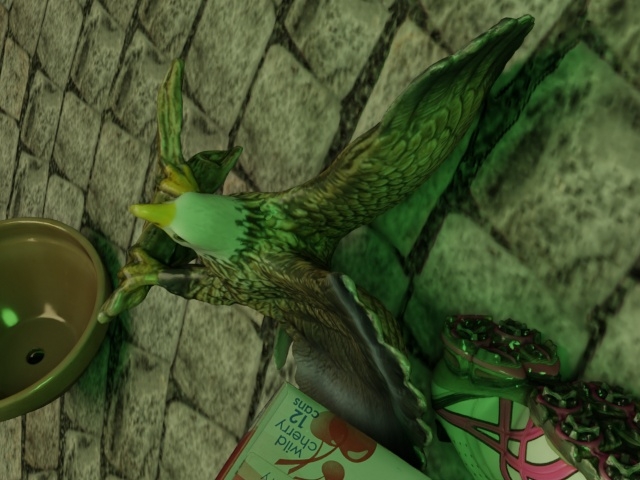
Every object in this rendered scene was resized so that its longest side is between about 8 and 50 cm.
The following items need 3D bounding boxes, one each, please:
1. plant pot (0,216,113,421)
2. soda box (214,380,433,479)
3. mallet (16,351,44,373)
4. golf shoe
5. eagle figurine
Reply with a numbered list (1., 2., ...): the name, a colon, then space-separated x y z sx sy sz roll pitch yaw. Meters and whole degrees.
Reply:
1. plant pot: -0.323 0.100 1.085 0.109 0.237 0.237 71 175 -53
2. soda box: -0.017 0.155 0.567 0.083 0.092 0.263 -56 -4 -19
3. mallet: -0.315 0.090 1.194 0.039 0.062 0.189 -42 38 48
4. golf shoe: 0.117 0.107 0.520 0.186 0.067 0.086 -139 54 -61
5. eagle figurine: -0.007 0.002 0.604 0.298 0.225 0.226 1 113 39
